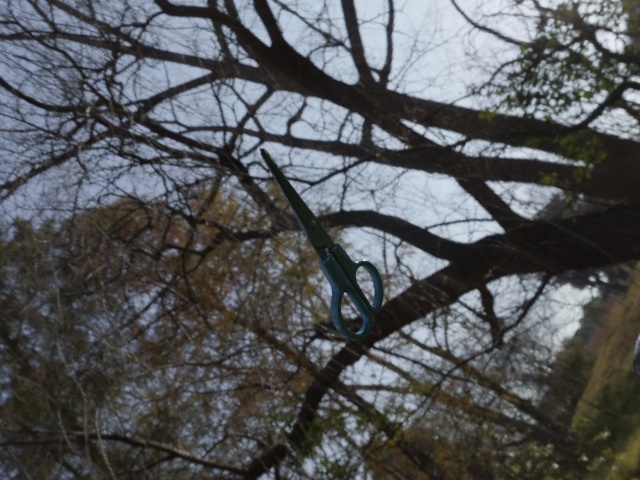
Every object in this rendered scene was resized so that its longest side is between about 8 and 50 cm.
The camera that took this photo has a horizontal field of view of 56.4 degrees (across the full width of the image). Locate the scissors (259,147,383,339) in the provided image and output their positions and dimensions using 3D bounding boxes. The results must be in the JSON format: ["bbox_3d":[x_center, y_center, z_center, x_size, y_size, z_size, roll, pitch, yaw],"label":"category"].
[{"bbox_3d":[0.000,0.000,1.208,0.447,0.029,0.193,57,-137,-22],"label":"scissors"}]

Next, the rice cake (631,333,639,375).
[{"bbox_3d":[0.543,0.086,0.641,0.070,0.398,0.064,-37,-77,-54],"label":"rice cake"}]
